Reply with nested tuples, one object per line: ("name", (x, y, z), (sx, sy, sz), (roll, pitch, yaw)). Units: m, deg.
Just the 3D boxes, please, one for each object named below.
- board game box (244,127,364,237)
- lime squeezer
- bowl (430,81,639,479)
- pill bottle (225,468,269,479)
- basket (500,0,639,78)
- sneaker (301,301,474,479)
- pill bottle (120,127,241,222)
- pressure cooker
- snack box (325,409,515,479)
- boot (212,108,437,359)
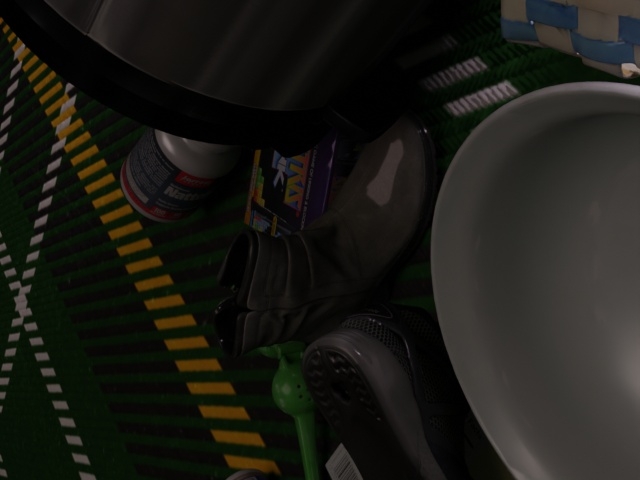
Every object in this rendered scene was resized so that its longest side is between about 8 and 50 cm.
("board game box", (-0.013, -0.076, 0.887), (0.141, 0.048, 0.170), (30, 114, 52))
("lime squeezer", (-0.037, 0.134, 0.935), (0.110, 0.059, 0.310), (89, 159, -60))
("bowl", (0.204, 0.044, 0.478), (0.298, 0.134, 0.298), (40, 142, 41))
("pill bottle", (-0.061, 0.308, 0.943), (0.120, 0.067, 0.067), (44, 125, 45))
("basket", (0.200, -0.238, 0.422), (0.201, 0.255, 0.289), (26, 130, 52))
("sneaker", (0.083, 0.144, 0.637), (0.087, 0.130, 0.227), (-21, 99, 44))
("pill bottle", (-0.155, -0.106, 1.034), (0.180, 0.108, 0.108), (-41, 58, 48))
("pressure cooker", (-0.069, -0.284, 0.672), (0.420, 0.375, 0.370), (-48, 45, 42))
("snack box", (0.131, 0.247, 0.677), (0.322, 0.060, 0.187), (58, 132, 36))
("boot", (0.000, 0.000, 0.772), (0.083, 0.161, 0.246), (43, 124, 45))
